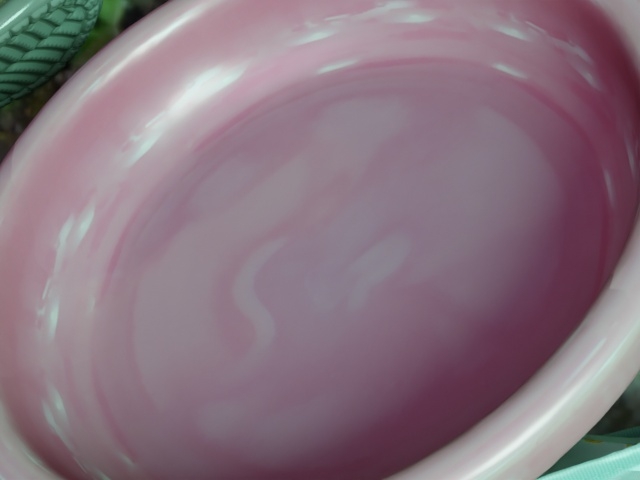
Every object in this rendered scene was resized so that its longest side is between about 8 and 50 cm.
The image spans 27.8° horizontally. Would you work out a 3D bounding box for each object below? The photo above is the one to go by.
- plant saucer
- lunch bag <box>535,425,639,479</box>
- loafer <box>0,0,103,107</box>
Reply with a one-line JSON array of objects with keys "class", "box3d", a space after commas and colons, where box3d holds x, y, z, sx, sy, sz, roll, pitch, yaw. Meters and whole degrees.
[{"class": "plant saucer", "box3d": [0.000, 0.000, 0.556, 0.332, 0.084, 0.332, -15, 49, 17]}, {"class": "lunch bag", "box3d": [0.152, 0.185, 0.540, 0.262, 0.160, 0.223, -18, 82, 10]}, {"class": "loafer", "box3d": [-0.233, -0.099, 0.695, 0.251, 0.094, 0.087, -27, 84, 15]}]
